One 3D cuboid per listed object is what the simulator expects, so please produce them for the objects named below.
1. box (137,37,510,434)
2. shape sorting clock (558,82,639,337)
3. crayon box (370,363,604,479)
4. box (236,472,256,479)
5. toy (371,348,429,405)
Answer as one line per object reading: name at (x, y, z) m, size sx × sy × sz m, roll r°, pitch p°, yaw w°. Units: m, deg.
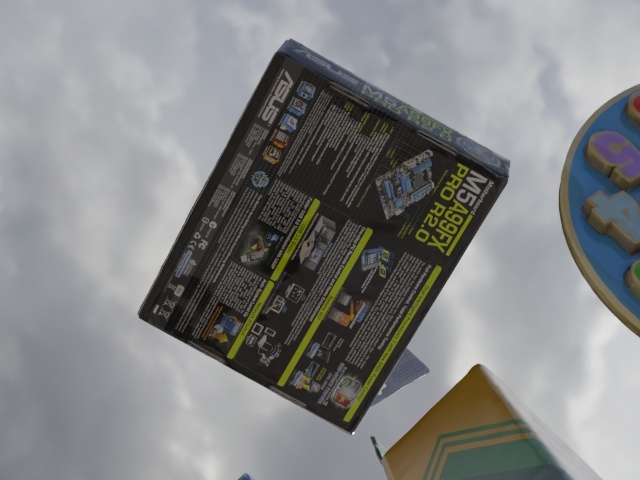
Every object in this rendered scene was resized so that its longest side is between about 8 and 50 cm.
box at (0.000, 0.000, 1.222) m, size 0.216 × 0.060 × 0.270 m, roll 28°, pitch -70°, yaw -2°
shape sorting clock at (0.220, -0.012, 0.711) m, size 0.206 × 0.206 × 0.040 m, roll 46°, pitch -29°, yaw 23°
crayon box at (0.134, 0.174, 0.690) m, size 0.203 × 0.083 × 0.323 m, roll 44°, pitch 2°, yaw -7°
box at (-0.022, 0.460, 1.603) m, size 0.290 × 0.177 × 0.279 m, roll 43°, pitch 8°, yaw -23°
toy at (-0.015, 0.106, 1.558) m, size 0.237 × 0.137 × 0.056 m, roll 44°, pitch -40°, yaw 27°
